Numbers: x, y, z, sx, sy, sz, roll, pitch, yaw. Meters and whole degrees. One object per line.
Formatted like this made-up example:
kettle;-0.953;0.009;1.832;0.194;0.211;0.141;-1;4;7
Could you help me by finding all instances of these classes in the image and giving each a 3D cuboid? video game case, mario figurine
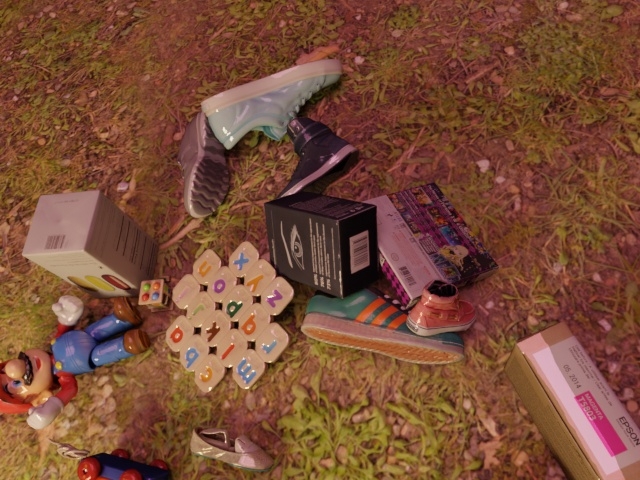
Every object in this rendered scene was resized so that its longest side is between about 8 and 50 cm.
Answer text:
video game case;0.198;-0.001;0.993;0.210;0.042;0.232;-17;59;-23
mario figurine;-0.519;0.233;1.007;0.320;0.170;0.198;-28;27;-10

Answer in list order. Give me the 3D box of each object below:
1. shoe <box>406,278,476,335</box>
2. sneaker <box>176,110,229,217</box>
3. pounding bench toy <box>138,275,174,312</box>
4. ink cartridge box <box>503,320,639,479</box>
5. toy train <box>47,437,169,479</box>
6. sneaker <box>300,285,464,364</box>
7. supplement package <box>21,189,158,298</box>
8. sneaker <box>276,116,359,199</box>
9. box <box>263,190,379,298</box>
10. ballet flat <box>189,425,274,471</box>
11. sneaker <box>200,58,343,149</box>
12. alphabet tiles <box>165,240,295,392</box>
shoe;0.229;0.113;0.892;0.063;0.177;0.081;43;123;39
sneaker;-0.289;-0.176;1.219;0.115;0.105;0.282;-18;58;33
pounding bench toy;-0.352;0.104;1.096;0.052;0.065;0.084;-7;63;10
ink cartridge box;0.387;0.265;0.778;0.088;0.193;0.235;-24;62;0
toy train;-0.409;0.461;0.924;0.247;0.105;0.144;7;80;16
sneaker;0.120;0.145;0.946;0.301;0.108;0.121;11;62;11
supplement package;-0.465;0.018;1.062;0.138;0.244;0.134;-4;63;12
sneaker;-0.048;-0.179;1.145;0.226;0.086;0.163;-41;73;-19
box;0.000;0.000;0.968;0.108;0.153;0.207;-22;28;-40
ballet flat;-0.163;0.375;0.921;0.168;0.057;0.053;5;95;15
sneaker;-0.098;-0.327;1.238;0.365;0.135;0.150;-24;105;-13
alphabet tiles;-0.186;0.152;1.027;0.284;0.021;0.278;43;96;26
